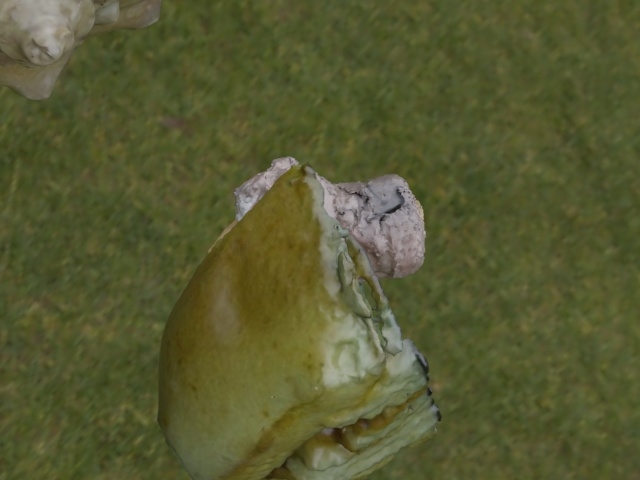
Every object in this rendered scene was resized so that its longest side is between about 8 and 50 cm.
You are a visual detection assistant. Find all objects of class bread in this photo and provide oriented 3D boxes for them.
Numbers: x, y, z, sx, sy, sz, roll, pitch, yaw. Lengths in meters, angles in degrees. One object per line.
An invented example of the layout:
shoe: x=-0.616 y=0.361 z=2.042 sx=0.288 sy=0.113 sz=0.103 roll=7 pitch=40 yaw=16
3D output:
bread: x=-0.019 y=0.048 z=0.671 sx=0.110 sy=0.156 sz=0.103 roll=-23 pitch=58 yaw=-1

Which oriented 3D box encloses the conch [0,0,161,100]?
conch: x=-0.145 y=-0.156 z=0.704 sx=0.186 sy=0.263 sz=0.324 roll=33 pitch=26 yaw=-25

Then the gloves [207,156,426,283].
gloves: x=0.002 y=-0.007 z=1.140 sx=0.144 sy=0.094 sz=0.110 roll=-22 pitch=61 yaw=-24
